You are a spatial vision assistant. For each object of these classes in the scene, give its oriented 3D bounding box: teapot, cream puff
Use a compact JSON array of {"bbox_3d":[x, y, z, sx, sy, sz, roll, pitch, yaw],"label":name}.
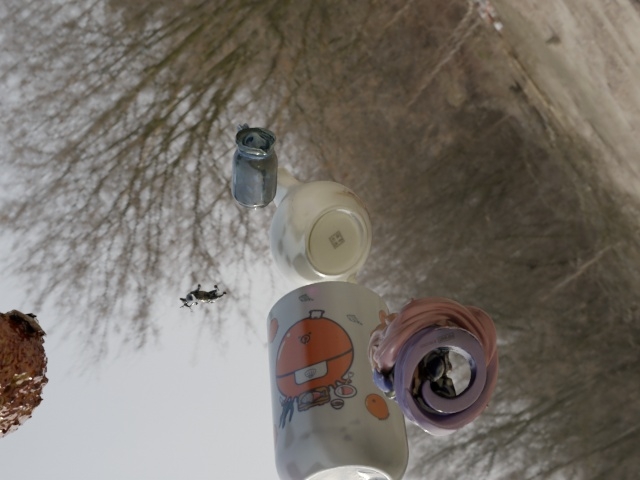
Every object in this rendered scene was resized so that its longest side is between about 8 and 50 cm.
[{"bbox_3d":[-0.069,-0.081,0.878,0.064,0.049,0.083,-87,3,-51],"label":"teapot"},{"bbox_3d":[-0.612,0.231,1.338,0.350,0.350,0.229,35,-133,-55],"label":"cream puff"},{"bbox_3d":[0.000,0.000,1.538,0.139,0.204,0.298,16,131,56],"label":"teapot"}]

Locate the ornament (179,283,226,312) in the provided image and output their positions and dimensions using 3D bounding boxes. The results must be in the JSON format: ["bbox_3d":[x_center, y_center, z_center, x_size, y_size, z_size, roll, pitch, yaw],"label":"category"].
[{"bbox_3d":[-0.232,0.113,1.599,0.073,0.125,0.028,3,-112,-22],"label":"ornament"}]

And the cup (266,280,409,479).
[{"bbox_3d":[0.026,0.251,1.310,0.212,0.212,0.317,44,-153,-39],"label":"cup"}]

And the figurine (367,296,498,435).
[{"bbox_3d":[0.098,0.103,0.795,0.157,0.126,0.114,-134,25,-62],"label":"figurine"}]
